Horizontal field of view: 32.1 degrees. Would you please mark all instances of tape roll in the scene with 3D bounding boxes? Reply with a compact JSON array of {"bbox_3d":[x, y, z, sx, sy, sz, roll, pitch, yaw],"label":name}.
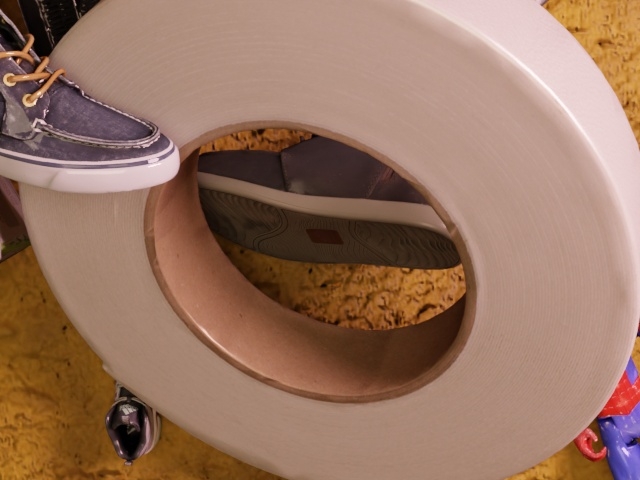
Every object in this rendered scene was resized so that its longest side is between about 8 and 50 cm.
[{"bbox_3d":[0.000,0.000,0.681,0.392,0.072,0.392,11,129,14],"label":"tape roll"}]

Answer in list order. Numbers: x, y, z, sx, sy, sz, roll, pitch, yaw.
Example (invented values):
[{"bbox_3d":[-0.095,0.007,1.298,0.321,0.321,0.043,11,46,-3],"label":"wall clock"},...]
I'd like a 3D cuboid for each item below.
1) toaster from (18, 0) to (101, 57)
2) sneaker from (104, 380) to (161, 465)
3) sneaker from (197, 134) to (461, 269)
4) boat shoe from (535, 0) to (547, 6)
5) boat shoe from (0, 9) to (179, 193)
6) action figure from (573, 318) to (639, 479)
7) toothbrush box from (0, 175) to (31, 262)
[{"bbox_3d":[-0.109,-0.196,0.732,0.185,0.110,0.168,-16,96,24],"label":"toaster"},{"bbox_3d":[-0.135,0.113,0.802,0.038,0.069,0.098,-5,96,4],"label":"sneaker"},{"bbox_3d":[0.011,-0.051,0.781,0.222,0.083,0.118,9,60,21],"label":"sneaker"},{"bbox_3d":[0.243,-0.305,0.665,0.500,0.187,0.156,-45,56,4],"label":"boat shoe"},{"bbox_3d":[-0.164,-0.082,0.599,0.183,0.065,0.083,12,117,7],"label":"boat shoe"},{"bbox_3d":[0.223,0.138,0.752,0.091,0.139,0.280,-29,91,5],"label":"action figure"},{"bbox_3d":[-0.378,-0.016,0.771,0.283,0.122,0.206,-29,93,3],"label":"toothbrush box"}]
